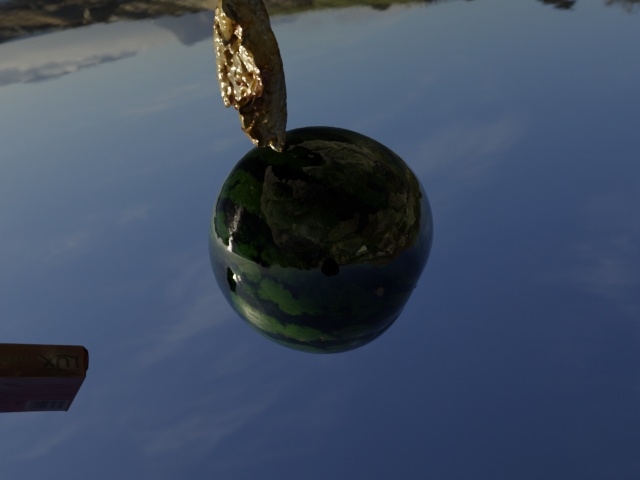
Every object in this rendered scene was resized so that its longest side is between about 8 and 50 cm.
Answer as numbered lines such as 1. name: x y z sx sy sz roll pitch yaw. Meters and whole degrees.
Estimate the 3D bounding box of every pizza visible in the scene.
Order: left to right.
1. pizza: -0.078 -0.168 0.858 0.063 0.161 0.182 -23 173 -17

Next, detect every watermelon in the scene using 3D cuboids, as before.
1. watermelon: 0.000 0.000 0.968 0.285 0.285 0.285 -11 -162 4

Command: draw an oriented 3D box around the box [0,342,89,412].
1. box: -0.415 0.193 1.088 0.156 0.111 0.060 6 -128 -31
